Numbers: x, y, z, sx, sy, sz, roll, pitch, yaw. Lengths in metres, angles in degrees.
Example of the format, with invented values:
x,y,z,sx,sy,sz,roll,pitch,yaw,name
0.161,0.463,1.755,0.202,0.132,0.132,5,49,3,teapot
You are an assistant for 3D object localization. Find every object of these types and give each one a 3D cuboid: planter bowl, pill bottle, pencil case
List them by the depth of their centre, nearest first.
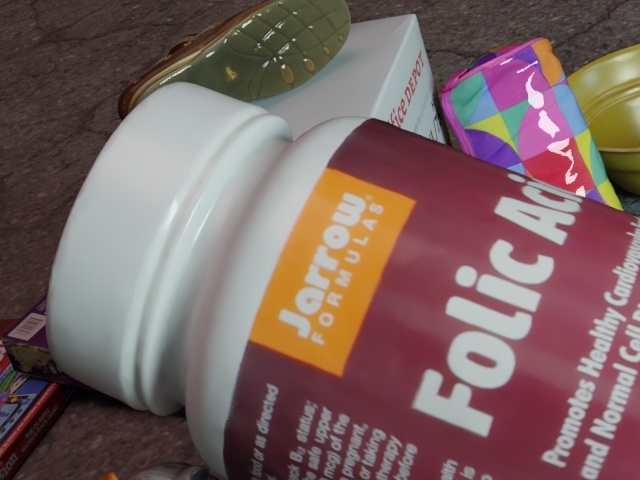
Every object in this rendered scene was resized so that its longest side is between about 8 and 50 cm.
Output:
x,y,z,sx,sy,sz,roll,pitch,yaw,name
0.065,0.063,0.661,0.392,0.224,0.224,21,42,12,pill bottle
0.173,-0.036,0.908,0.104,0.236,0.104,-24,4,2,pencil case
0.318,-0.099,1.072,0.217,0.090,0.217,-15,30,9,planter bowl

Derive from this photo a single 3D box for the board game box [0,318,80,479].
x,y,z,sx,sy,sz,roll,pitch,yaw,name
-0.309,0.164,1.076,0.145,0.027,0.281,-4,32,28,board game box

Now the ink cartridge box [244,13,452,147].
x,y,z,sx,sy,sz,roll,pitch,yaw,name
0.000,0.000,0.912,0.197,0.270,0.198,-8,31,21,ink cartridge box

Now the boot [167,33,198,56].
x,y,z,sx,sy,sz,roll,pitch,yaw,name
-0.186,-0.209,1.598,0.137,0.077,0.198,-39,33,-22,boot

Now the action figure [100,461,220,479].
x,y,z,sx,sy,sz,roll,pitch,yaw,name
-0.150,0.260,0.645,0.330,0.178,0.341,-49,25,-15,action figure

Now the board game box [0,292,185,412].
x,y,z,sx,sy,sz,roll,pitch,yaw,name
-0.118,0.022,1.150,0.208,0.056,0.347,5,36,31,board game box

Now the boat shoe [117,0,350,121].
x,y,z,sx,sy,sz,roll,pitch,yaw,name
-0.062,-0.126,0.817,0.178,0.064,0.060,-32,34,-16,boat shoe
